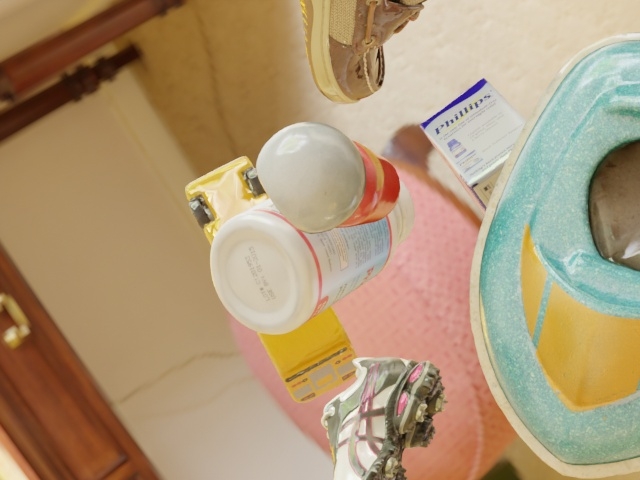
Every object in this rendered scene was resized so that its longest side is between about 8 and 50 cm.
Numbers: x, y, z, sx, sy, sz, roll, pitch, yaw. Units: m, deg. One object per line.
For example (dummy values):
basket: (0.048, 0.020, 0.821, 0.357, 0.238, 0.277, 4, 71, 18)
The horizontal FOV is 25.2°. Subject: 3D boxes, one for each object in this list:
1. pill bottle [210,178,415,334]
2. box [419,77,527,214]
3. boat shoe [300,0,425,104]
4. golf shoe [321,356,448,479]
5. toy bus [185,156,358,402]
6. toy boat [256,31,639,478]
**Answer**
pill bottle: (0.000, 0.000, 1.021, 0.087, 0.160, 0.087, 14, 116, 31)
box: (0.161, -0.049, 1.193, 0.126, 0.072, 0.137, 51, -174, -29)
boat shoe: (0.049, -0.229, 1.297, 0.123, 0.123, 0.342, 1, 153, 7)
golf shoe: (0.049, 0.251, 1.680, 0.120, 0.273, 0.105, 13, 140, 24)
toy bus: (-0.068, 0.048, 1.961, 0.333, 0.108, 0.130, 60, 177, 30)
toy boat: (0.122, -0.004, 0.851, 0.318, 0.148, 0.268, 15, 93, 20)
